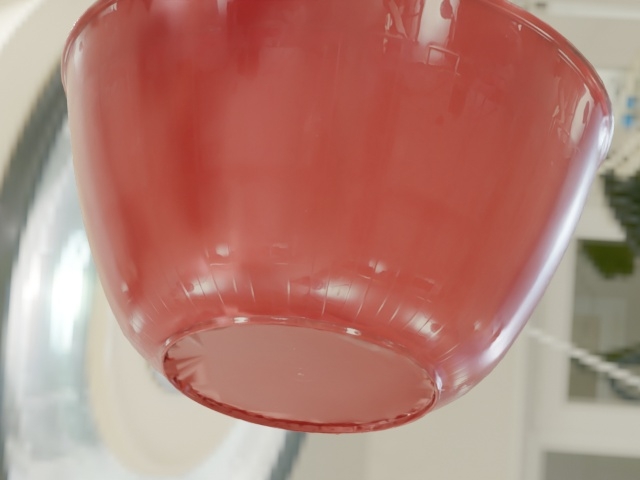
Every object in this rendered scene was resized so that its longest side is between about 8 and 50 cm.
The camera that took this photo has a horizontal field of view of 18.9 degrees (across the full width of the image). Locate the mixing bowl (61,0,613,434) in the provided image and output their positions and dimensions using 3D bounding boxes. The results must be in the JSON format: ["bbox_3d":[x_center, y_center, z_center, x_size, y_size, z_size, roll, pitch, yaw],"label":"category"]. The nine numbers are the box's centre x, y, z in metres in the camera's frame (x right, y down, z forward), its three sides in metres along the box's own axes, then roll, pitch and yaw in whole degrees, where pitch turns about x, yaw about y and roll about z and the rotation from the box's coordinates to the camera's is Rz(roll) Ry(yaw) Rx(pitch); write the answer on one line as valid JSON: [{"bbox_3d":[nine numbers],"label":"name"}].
[{"bbox_3d":[0.000,0.000,0.606,0.181,0.181,0.098,81,-166,-63],"label":"mixing bowl"}]
